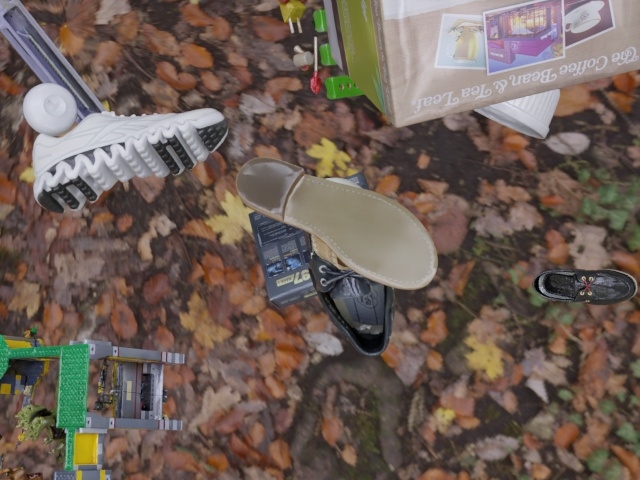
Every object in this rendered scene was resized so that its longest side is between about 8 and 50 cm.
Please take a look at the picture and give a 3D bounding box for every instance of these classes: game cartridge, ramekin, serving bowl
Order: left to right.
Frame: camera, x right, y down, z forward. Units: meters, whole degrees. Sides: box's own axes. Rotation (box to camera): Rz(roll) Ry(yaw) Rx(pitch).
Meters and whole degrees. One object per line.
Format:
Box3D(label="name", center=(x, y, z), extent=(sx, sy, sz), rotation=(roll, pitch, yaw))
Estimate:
Box3D(label="game cartridge", center=(-0.476, -0.309, 1.707), extent=(0.068, 0.230, 0.355), rotation=(-42, 123, -11))
Box3D(label="serving bowl", center=(-0.412, -0.204, 1.514), extent=(0.083, 0.027, 0.083), rotation=(5, 80, -29))
Box3D(label="ramekin", center=(0.384, -0.298, 1.992), extent=(0.207, 0.207, 0.109), rotation=(25, 95, -18))

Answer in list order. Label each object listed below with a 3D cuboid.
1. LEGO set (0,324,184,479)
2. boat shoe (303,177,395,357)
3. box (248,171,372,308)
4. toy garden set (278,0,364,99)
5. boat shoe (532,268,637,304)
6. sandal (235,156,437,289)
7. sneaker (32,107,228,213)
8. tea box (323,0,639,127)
Box3D(label="LEGO set", center=(-0.288, 0.259, 1.222), extent=(0.192, 0.255, 0.331), rotation=(17, 61, -54))
Box3D(label="boat shoe", center=(0.047, 0.055, 1.479), extent=(0.127, 0.113, 0.340), rotation=(-6, 137, 5))
Box3D(label="box", center=(0.000, 0.000, 1.791), extent=(0.233, 0.059, 0.183), rotation=(-21, 64, 9))
Box3D(label="toy garden set", center=(-0.007, -0.403, 1.981), extent=(0.204, 0.049, 0.244), rotation=(-18, 100, -52))
Box3D(label="boat shoe", center=(0.342, 0.061, 1.281), extent=(0.042, 0.133, 0.049), rotation=(-7, 98, -55))
Box3D(label="sandal", center=(0.021, -0.014, 1.074), extent=(0.240, 0.079, 0.088), rotation=(27, 77, 13))
Box3D(label="sneaker", center=(-0.280, -0.143, 1.421), extent=(0.292, 0.110, 0.118), rotation=(-18, 62, -3))
Box3D(label="tea box", center=(0.188, -0.322, 1.235), extent=(0.329, 0.323, 0.220), rotation=(-15, 119, -9))
